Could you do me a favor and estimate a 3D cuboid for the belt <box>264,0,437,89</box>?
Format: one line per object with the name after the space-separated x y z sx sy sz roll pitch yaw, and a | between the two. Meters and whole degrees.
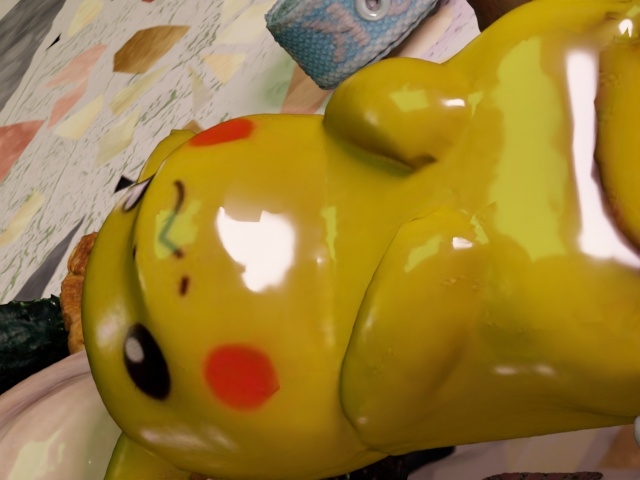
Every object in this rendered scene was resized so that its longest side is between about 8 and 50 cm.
0.041 -0.180 1.203 0.163 0.082 0.148 -44 16 7 | belt

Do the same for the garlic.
-0.138 0.154 0.866 0.217 0.110 0.228 -17 60 50 | garlic

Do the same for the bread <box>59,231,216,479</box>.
-0.084 0.072 0.997 0.105 0.076 0.233 -42 42 4 | bread

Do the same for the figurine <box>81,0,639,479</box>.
0.023 0.007 0.706 0.326 0.169 0.218 -12 61 22 | figurine

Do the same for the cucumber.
-0.187 0.070 1.157 0.193 0.115 0.086 -19 78 33 | cucumber

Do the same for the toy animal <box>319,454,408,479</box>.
0.012 0.105 0.838 0.105 0.070 0.202 100 180 -51 | toy animal

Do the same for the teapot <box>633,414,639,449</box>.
0.211 0.076 0.530 0.239 0.162 0.149 -7 27 21 | teapot

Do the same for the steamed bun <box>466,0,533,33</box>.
0.214 -0.128 0.724 0.301 0.252 0.199 2 41 51 | steamed bun

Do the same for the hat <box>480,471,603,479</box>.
0.087 0.126 0.741 0.087 0.042 0.058 -20 9 -43 | hat
